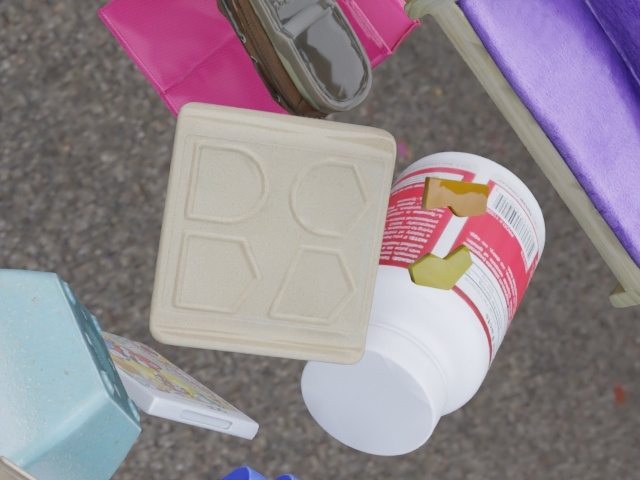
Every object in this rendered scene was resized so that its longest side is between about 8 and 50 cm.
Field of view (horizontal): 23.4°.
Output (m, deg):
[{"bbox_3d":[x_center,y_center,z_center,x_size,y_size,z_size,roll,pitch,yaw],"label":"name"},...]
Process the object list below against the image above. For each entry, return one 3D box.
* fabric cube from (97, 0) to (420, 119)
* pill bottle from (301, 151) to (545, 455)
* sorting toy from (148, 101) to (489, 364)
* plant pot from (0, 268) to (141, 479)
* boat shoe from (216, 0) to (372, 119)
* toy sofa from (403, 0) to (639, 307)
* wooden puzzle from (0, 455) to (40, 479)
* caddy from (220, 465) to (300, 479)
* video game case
[{"bbox_3d":[-0.065,-0.270,1.886,0.259,0.258,0.254,53,18,-5],"label":"fabric cube"},{"bbox_3d":[0.131,0.080,1.994,0.229,0.229,0.408,55,39,-18],"label":"pill bottle"},{"bbox_3d":[0.000,0.000,1.479,0.307,0.041,0.229,7,94,-11],"label":"sorting toy"},{"bbox_3d":[-0.327,0.164,1.531,0.247,0.252,0.248,62,-3,22],"label":"plant pot"},{"bbox_3d":[-0.064,-0.255,1.502,0.110,0.104,0.307,-31,104,-34],"label":"boat shoe"},{"bbox_3d":[0.258,-0.127,1.344,0.150,0.177,0.363,-44,105,-31],"label":"toy sofa"},{"bbox_3d":[-0.199,0.183,1.040,0.116,0.078,0.014,39,33,-1],"label":"wooden puzzle"},{"bbox_3d":[-0.080,0.423,1.765,0.179,0.241,0.341,44,69,-19],"label":"caddy"},{"bbox_3d":[-0.211,0.164,1.870,0.206,0.227,0.026,25,94,-54],"label":"video game case"}]
